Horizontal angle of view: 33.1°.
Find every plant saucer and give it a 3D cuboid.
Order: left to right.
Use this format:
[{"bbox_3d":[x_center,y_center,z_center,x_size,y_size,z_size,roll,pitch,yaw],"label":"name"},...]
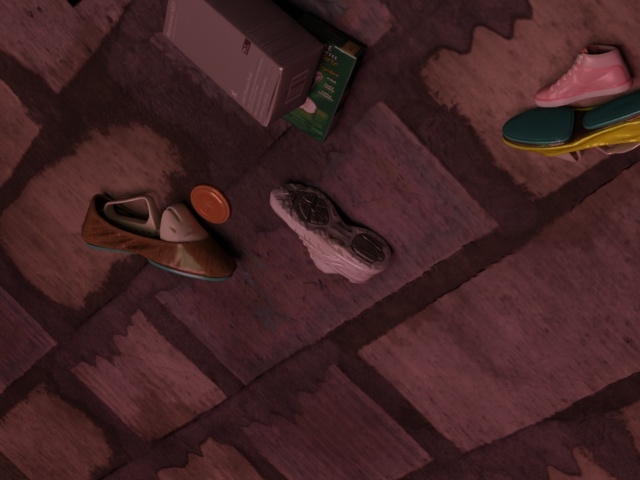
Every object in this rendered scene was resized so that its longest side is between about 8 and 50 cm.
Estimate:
[{"bbox_3d":[-0.201,-0.065,1.960,0.084,0.013,0.083,19,134,21],"label":"plant saucer"}]

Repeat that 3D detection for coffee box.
[{"bbox_3d":[-0.008,-0.248,1.653,0.113,0.040,0.184,32,137,10],"label":"coffee box"}]

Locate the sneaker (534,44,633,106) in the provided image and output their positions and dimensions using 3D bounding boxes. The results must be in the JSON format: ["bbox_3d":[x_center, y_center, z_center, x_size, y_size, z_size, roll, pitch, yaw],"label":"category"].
[{"bbox_3d":[0.342,-0.223,1.430,0.134,0.051,0.070,-8,118,35],"label":"sneaker"}]

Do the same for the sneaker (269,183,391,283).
[{"bbox_3d":[0.000,0.000,1.824,0.232,0.090,0.115,39,141,2],"label":"sneaker"}]

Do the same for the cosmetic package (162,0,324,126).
[{"bbox_3d":[-0.119,-0.300,1.605,0.238,0.107,0.127,40,141,17],"label":"cosmetic package"}]

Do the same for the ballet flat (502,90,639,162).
[{"bbox_3d":[0.362,-0.145,1.469,0.231,0.077,0.077,-9,136,37],"label":"ballet flat"}]

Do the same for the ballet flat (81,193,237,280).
[{"bbox_3d":[-0.308,-0.020,2.020,0.343,0.116,0.124,15,113,29],"label":"ballet flat"}]

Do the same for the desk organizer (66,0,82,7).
[{"bbox_3d":[-0.375,-0.423,1.726,0.047,0.050,0.130,45,151,-20],"label":"desk organizer"}]
